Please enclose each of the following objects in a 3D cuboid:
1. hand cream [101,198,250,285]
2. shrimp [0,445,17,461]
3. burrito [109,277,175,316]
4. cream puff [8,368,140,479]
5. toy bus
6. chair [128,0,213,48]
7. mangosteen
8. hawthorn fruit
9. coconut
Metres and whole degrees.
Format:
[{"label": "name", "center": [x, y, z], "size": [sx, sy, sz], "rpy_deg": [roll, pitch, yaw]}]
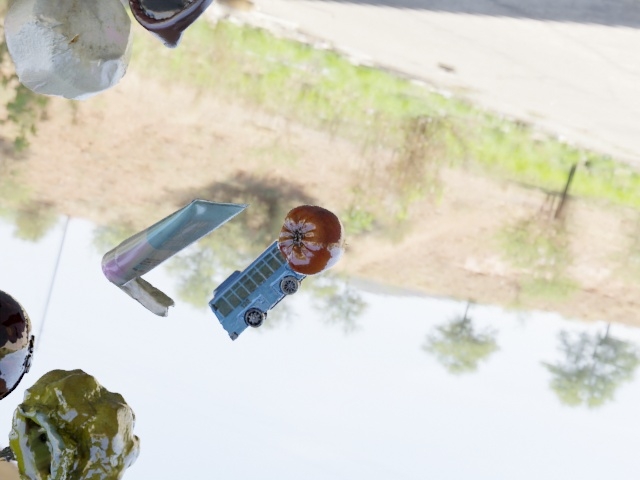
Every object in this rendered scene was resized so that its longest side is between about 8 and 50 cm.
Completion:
[{"label": "hand cream", "center": [-0.253, -0.002, 1.587], "size": [0.111, 0.070, 0.312], "rpy_deg": [5, 158, -44]}, {"label": "shrimp", "center": [-0.748, 0.511, 2.567], "size": [0.296, 0.169, 0.058], "rpy_deg": [-7, -173, -32]}, {"label": "burrito", "center": [-0.344, 0.097, 1.821], "size": [0.149, 0.055, 0.041], "rpy_deg": [33, -149, 16]}, {"label": "cream puff", "center": [-0.485, 0.390, 1.806], "size": [0.281, 0.282, 0.185], "rpy_deg": [15, -168, 5]}, {"label": "toy bus", "center": [-0.145, 0.113, 2.174], "size": [0.133, 0.234, 0.116], "rpy_deg": [48, -178, -1]}, {"label": "chair", "center": [-0.307, -0.480, 1.503], "size": [0.226, 0.227, 0.401], "rpy_deg": [17, 174, 36]}, {"label": "mangosteen", "center": [-0.561, 0.167, 1.518], "size": [0.209, 0.210, 0.210], "rpy_deg": [15, -177, -1]}, {"label": "hawthorn fruit", "center": [-0.014, -0.002, 1.674], "size": [0.125, 0.125, 0.140], "rpy_deg": [15, -169, 7]}, {"label": "coconut", "center": [-0.475, -0.371, 1.773], "size": [0.227, 0.227, 0.230], "rpy_deg": [12, 165, -42]}]
